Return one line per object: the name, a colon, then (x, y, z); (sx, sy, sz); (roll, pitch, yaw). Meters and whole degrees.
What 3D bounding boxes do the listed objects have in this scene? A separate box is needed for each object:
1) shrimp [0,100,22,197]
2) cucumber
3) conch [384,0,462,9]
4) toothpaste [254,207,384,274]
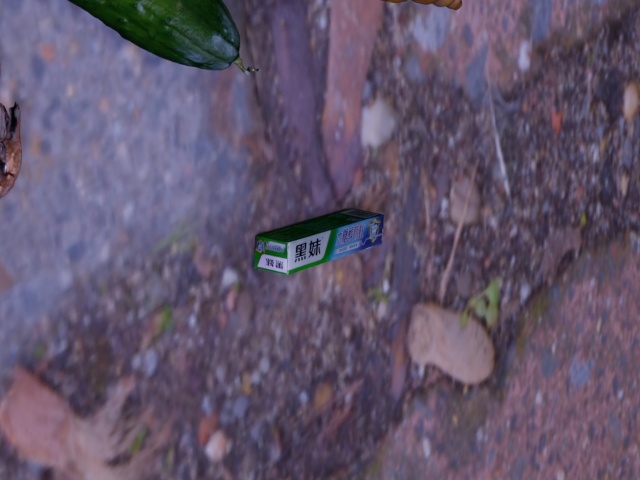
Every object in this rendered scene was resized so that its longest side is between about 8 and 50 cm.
shrimp: (-0.127, -0.024, 0.683); (0.038, 0.029, 0.092); (49, 52, -48)
cucumber: (-0.078, -0.102, 0.736); (0.168, 0.039, 0.039); (29, 72, -53)
conch: (-0.052, -0.170, 0.732); (0.330, 0.093, 0.109); (30, 89, -34)
toothpaste: (0.000, 0.000, 0.892); (0.083, 0.020, 0.017); (-18, 115, -55)
